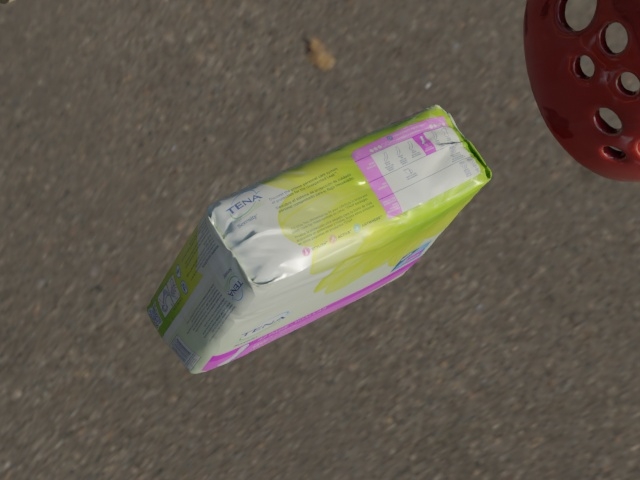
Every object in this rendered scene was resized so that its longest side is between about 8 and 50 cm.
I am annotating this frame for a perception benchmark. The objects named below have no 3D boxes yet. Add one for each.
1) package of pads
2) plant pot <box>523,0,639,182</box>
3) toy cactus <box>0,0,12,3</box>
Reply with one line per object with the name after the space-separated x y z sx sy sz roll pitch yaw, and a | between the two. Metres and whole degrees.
0.000 0.000 1.483 0.296 0.229 0.101 -26 75 -30 | package of pads
0.258 -0.135 1.023 0.191 0.174 0.191 0 91 -37 | plant pot
-0.200 -0.246 1.263 0.219 0.112 0.180 24 52 32 | toy cactus
